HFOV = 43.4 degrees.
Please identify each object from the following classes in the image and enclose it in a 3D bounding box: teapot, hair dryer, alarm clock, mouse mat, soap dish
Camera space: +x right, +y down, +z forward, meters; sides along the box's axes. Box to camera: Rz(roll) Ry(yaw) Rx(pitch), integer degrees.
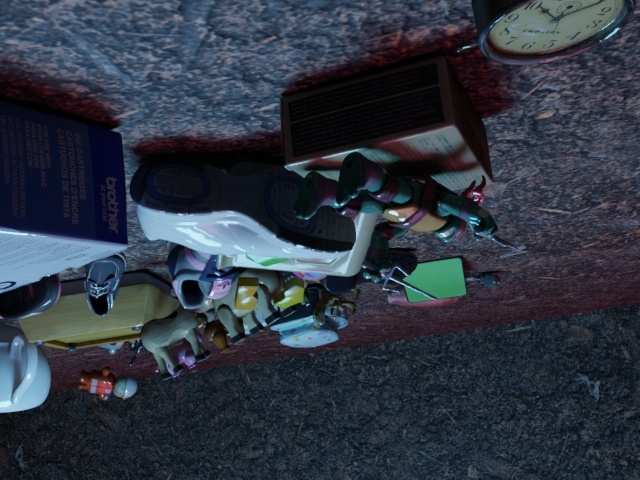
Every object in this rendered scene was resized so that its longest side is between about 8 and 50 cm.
[{"bbox_3d":[-0.706,0.261,1.756,0.256,0.187,0.252,6,-178,1],"label":"teapot"},{"bbox_3d":[0.309,0.145,2.130,0.294,0.080,0.223,1,165,-27],"label":"hair dryer"},{"bbox_3d":[0.203,-0.210,0.672,0.129,0.064,0.192,-1,167,-21],"label":"alarm clock"},{"bbox_3d":[0.275,0.098,1.948,0.153,0.007,0.189,-9,145,9],"label":"mouse mat"},{"bbox_3d":[-0.467,0.157,1.712,0.291,0.118,0.229,-9,166,4],"label":"soap dish"}]

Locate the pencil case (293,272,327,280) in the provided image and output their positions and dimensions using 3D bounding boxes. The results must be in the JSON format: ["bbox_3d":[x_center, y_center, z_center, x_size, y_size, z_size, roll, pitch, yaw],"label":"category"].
[{"bbox_3d":[0.000,0.000,1.356,0.104,0.104,0.236,-4,166,-11],"label":"pencil case"}]

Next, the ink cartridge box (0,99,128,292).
[{"bbox_3d":[-0.398,-0.042,0.872,0.270,0.151,0.395,-16,162,35],"label":"ink cartridge box"}]

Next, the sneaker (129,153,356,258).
[{"bbox_3d":[-0.100,-0.029,1.061,0.297,0.111,0.129,14,149,-5],"label":"sneaker"}]

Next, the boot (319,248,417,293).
[{"bbox_3d":[0.093,0.055,1.730,0.219,0.082,0.106,-11,-167,-20],"label":"boot"}]

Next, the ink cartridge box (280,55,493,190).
[{"bbox_3d":[0.085,-0.115,0.948,0.193,0.088,0.235,-10,166,19],"label":"ink cartridge box"}]

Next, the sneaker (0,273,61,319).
[{"bbox_3d":[-0.538,0.081,1.446,0.314,0.116,0.136,-10,178,40],"label":"sneaker"}]

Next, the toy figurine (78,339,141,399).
[{"bbox_3d":[-0.541,0.314,2.111,0.148,0.213,0.209,11,162,-12],"label":"toy figurine"}]

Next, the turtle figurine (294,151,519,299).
[{"bbox_3d":[0.098,-0.024,0.901,0.234,0.118,0.175,21,138,-30],"label":"turtle figurine"}]

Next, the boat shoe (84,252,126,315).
[{"bbox_3d":[-0.403,0.080,1.501,0.075,0.065,0.206,1,153,-17],"label":"boat shoe"}]

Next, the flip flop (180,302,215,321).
[{"bbox_3d":[-0.345,0.199,2.020,0.112,0.080,0.277,-10,166,14],"label":"flip flop"}]

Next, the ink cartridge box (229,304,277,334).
[{"bbox_3d":[-0.165,0.154,1.875,0.062,0.104,0.181,0,164,-28],"label":"ink cartridge box"}]

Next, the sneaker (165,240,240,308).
[{"bbox_3d":[-0.148,0.020,1.284,0.112,0.131,0.319,0,162,-32],"label":"sneaker"}]

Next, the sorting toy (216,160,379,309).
[{"bbox_3d":[-0.037,0.012,1.189,0.229,0.041,0.307,2,138,-11],"label":"sorting toy"}]

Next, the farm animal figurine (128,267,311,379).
[{"bbox_3d":[-0.204,0.130,1.638,0.327,0.172,0.330,-30,175,13],"label":"farm animal figurine"}]

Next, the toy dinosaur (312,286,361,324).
[{"bbox_3d":[0.029,0.112,1.758,0.112,0.064,0.211,14,-156,0],"label":"toy dinosaur"}]

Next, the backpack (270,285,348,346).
[{"bbox_3d":[-0.020,0.196,2.048,0.166,0.144,0.188,-22,163,31],"label":"backpack"}]
